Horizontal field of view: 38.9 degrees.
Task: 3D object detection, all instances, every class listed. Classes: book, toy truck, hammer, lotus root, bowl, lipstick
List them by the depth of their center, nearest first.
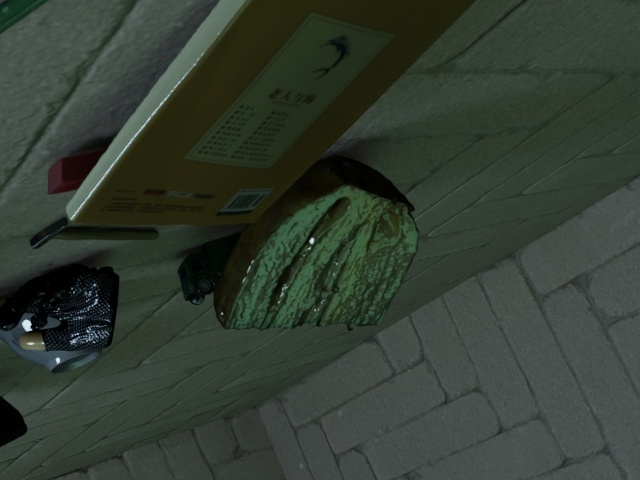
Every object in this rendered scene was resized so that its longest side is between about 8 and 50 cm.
[{"bbox_3d":[-0.048,-0.135,0.886,0.269,0.032,0.389,0,144,-50],"label":"book"},{"bbox_3d":[-0.139,-0.098,0.968,0.312,0.051,0.051,-14,161,-30],"label":"lipstick"},{"bbox_3d":[-0.272,-0.009,1.146,0.062,0.013,0.199,-31,165,27],"label":"hammer"},{"bbox_3d":[-0.006,-0.010,1.299,0.267,0.149,0.260,1,128,-30],"label":"lotus root"},{"bbox_3d":[-0.390,0.151,1.392,0.189,0.086,0.189,-23,165,-6],"label":"bowl"},{"bbox_3d":[-0.150,0.043,1.412,0.147,0.079,0.065,-19,166,-26],"label":"toy truck"}]

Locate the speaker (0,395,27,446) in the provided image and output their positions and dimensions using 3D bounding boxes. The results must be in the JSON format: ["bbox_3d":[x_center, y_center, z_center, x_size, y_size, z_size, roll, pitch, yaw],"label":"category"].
[{"bbox_3d":[-0.647,0.296,1.437,0.180,0.184,0.388,-24,177,5],"label":"speaker"}]

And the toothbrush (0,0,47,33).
[{"bbox_3d":[-0.180,-0.186,0.634,0.257,0.018,0.024,-29,172,13],"label":"toothbrush"}]

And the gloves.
[{"bbox_3d":[-0.367,0.087,1.217,0.180,0.106,0.129,8,158,-9],"label":"gloves"}]
